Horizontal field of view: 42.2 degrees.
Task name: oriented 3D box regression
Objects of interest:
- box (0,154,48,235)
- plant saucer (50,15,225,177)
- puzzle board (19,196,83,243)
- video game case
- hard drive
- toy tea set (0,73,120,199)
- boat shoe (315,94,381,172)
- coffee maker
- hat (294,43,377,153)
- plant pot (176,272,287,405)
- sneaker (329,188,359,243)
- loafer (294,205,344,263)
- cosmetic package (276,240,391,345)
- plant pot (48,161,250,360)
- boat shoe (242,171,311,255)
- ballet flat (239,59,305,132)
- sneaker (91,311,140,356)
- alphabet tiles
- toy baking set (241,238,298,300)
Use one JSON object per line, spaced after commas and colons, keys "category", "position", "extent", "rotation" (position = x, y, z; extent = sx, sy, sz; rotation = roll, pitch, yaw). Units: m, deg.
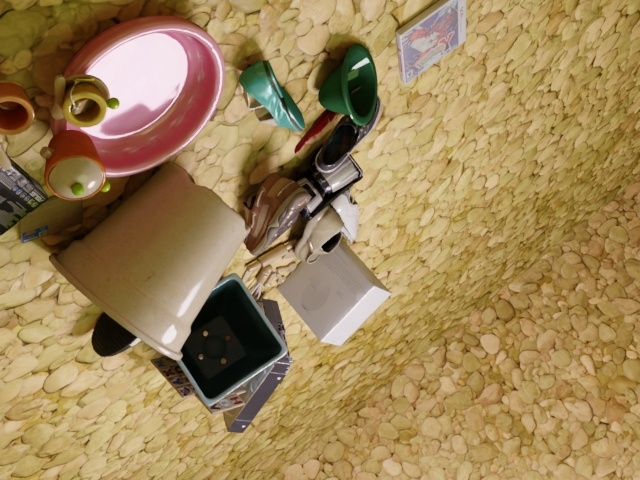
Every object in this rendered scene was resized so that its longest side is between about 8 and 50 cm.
{"category": "box", "position": [-0.598, -0.069, 1.443], "extent": [0.184, 0.045, 0.190], "rotation": [-37, 154, -4]}
{"category": "plant saucer", "position": [-0.328, -0.262, 1.469], "extent": [0.332, 0.084, 0.332], "rotation": [-32, 153, -19]}
{"category": "puzzle board", "position": [-0.522, -0.048, 1.610], "extent": [0.128, 0.011, 0.096], "rotation": [-23, 149, -32]}
{"category": "video game case", "position": [0.269, -0.489, 1.988], "extent": [0.201, 0.023, 0.183], "rotation": [-37, 153, -9]}
{"category": "hard drive", "position": [-0.199, 0.361, 2.381], "extent": [0.064, 0.236, 0.339], "rotation": [13, 130, -30]}
{"category": "toy tea set", "position": [-0.478, -0.145, 1.283], "extent": [0.336, 0.124, 0.200], "rotation": [-5, 135, -20]}
{"category": "boat shoe", "position": [0.068, -0.259, 1.955], "extent": [0.228, 0.080, 0.076], "rotation": [-49, -177, -4]}
{"category": "coffee maker", "position": [0.009, -0.134, 2.067], "extent": [0.178, 0.120, 0.171], "rotation": [-38, 154, -7]}
{"category": "hat", "position": [0.010, -0.334, 1.877], "extent": [0.173, 0.184, 0.208], "rotation": [50, 48, -49]}
{"category": "plant pot", "position": [-0.270, 0.268, 2.172], "extent": [0.248, 0.247, 0.252], "rotation": [-33, 176, -17]}
{"category": "sneaker", "position": [0.073, -0.068, 2.295], "extent": [0.095, 0.090, 0.235], "rotation": [-49, 156, -7]}
{"category": "loafer", "position": [0.000, 0.000, 2.216], "extent": [0.102, 0.092, 0.268], "rotation": [-46, 168, -24]}
{"category": "cosmetic package", "position": [0.040, 0.144, 2.404], "extent": [0.224, 0.224, 0.138], "rotation": [-47, 152, 11]}
{"category": "plant pot", "position": [-0.318, 0.022, 1.691], "extent": [0.305, 0.334, 0.334], "rotation": [-50, 154, -6]}
{"category": "boat shoe", "position": [-0.125, -0.069, 1.999], "extent": [0.123, 0.116, 0.324], "rotation": [-43, 177, -34]}
{"category": "ballet flat", "position": [-0.108, -0.293, 1.740], "extent": [0.087, 0.083, 0.247], "rotation": [-19, 155, 10]}
{"category": "sneaker", "position": [-0.392, 0.168, 1.980], "extent": [0.330, 0.122, 0.146], "rotation": [-41, 151, 0]}
{"category": "alphabet tiles", "position": [-0.320, 0.383, 2.269], "extent": [0.198, 0.237, 0.009], "rotation": [-7, 129, -49]}
{"category": "toy baking set", "position": [-0.147, 0.095, 2.299], "extent": [0.256, 0.030, 0.196], "rotation": [-28, 151, -25]}
